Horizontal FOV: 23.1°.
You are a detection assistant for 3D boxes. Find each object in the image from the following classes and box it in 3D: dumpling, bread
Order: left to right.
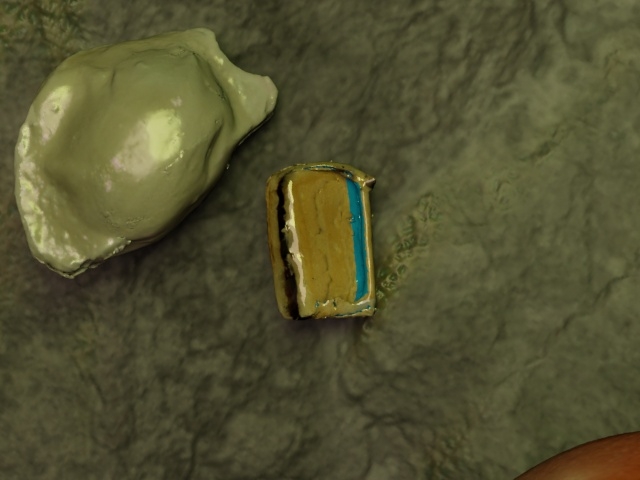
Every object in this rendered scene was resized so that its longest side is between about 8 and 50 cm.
[{"bbox_3d":[-0.126,-0.069,1.049,0.199,0.118,0.136,-36,80,-13],"label":"dumpling"},{"bbox_3d":[0.000,0.000,1.041,0.072,0.053,0.106,-3,87,-9],"label":"bread"}]

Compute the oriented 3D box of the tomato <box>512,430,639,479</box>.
[{"bbox_3d":[0.169,0.264,0.850,0.321,0.321,0.322,-1,86,14],"label":"tomato"}]
